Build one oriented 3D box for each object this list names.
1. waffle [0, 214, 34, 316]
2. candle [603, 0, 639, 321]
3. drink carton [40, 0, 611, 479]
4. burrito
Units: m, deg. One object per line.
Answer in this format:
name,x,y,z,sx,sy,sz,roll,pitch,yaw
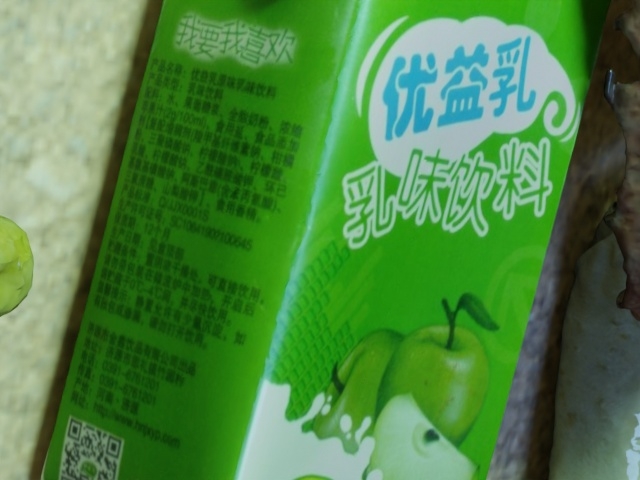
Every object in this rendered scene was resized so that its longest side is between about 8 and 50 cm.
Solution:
waffle,-0.219,0.007,0.467,0.307,0.060,0.312,46,51,-22
candle,0.201,-0.100,0.816,0.317,0.131,0.287,47,55,-65
drink carton,0.000,0.000,0.742,0.161,0.108,0.271,12,94,-50
burrito,0.152,0.081,0.961,0.087,0.060,0.226,-9,110,-49
